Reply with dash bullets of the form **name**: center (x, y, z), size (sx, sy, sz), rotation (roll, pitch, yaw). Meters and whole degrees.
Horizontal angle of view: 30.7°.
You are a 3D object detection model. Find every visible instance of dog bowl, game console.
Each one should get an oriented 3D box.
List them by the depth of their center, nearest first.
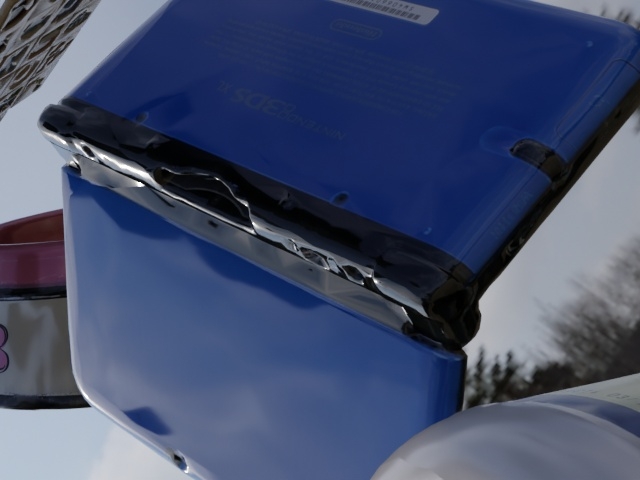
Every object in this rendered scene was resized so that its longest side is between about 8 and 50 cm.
- **game console**: center (0.000, 0.000, 0.609), size (0.250, 0.293, 0.173), rotation (-47, -43, -21)
- **dog bowl**: center (-0.190, 0.042, 1.213), size (0.408, 0.408, 0.150), rotation (-23, -72, -56)

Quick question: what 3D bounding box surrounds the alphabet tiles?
- **alphabet tiles**: center (-0.321, -0.162, 1.155), size (0.342, 0.011, 0.285), rotation (-41, 6, 41)

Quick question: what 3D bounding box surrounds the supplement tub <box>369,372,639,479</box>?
- **supplement tub**: center (0.192, 0.153, 0.434), size (0.325, 0.235, 0.235), rotation (-7, -43, -30)
